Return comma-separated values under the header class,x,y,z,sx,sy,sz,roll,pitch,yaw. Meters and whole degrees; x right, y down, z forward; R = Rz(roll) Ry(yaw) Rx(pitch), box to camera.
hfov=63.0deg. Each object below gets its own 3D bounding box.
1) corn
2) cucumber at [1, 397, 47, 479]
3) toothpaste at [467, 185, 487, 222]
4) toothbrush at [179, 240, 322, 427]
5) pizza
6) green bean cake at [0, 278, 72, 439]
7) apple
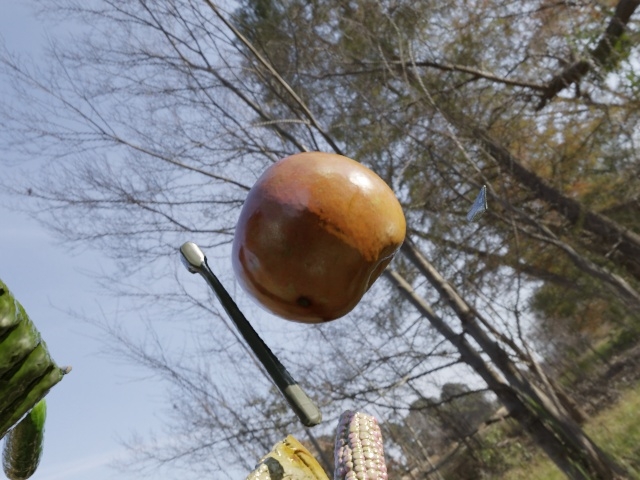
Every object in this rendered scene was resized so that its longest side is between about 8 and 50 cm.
class,x,y,z,sx,sy,sz,roll,pitch,yaw
corn,0.077,0.485,1.020,0.127,0.335,0.126,0,-61,-1
cucumber,-0.423,0.292,0.747,0.056,0.056,0.250,-9,-41,-40
toothpaste,0.379,-0.076,1.252,0.035,0.057,0.197,1,-12,8
toothbrush,-0.096,0.120,0.685,0.030,0.297,0.030,-30,-16,-36
pizza,-0.036,0.332,0.652,0.034,0.181,0.262,-33,-32,14
green bean cake,-0.369,0.059,0.437,0.156,0.247,0.250,-47,-18,-31
apple,0.000,0.000,0.762,0.254,0.253,0.253,-27,-31,-18
